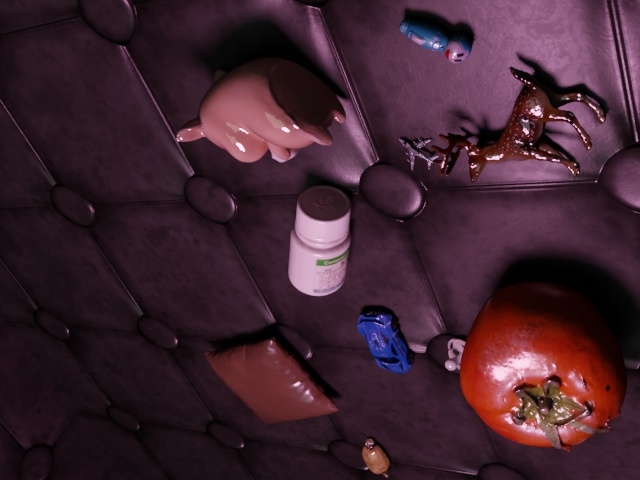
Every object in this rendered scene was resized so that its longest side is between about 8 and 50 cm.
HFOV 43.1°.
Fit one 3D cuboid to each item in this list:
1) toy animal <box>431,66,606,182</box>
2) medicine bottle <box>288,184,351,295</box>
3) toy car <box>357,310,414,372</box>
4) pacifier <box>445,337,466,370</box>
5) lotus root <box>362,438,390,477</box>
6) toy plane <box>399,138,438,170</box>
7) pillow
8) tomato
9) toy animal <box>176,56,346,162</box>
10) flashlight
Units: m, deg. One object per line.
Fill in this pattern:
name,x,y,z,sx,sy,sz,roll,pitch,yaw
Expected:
toy animal,0.345,-0.190,1.439,0.260,0.087,0.243,25,126,12
medicine bottle,0.000,0.000,1.792,0.139,0.139,0.237,21,137,14
toy car,0.160,0.259,2.004,0.103,0.063,0.216,-3,129,34
pacifier,0.320,0.276,1.911,0.081,0.078,0.099,40,146,25
lotus root,0.164,0.649,2.398,0.072,0.063,0.152,-13,119,29
toy plane,0.188,-0.174,1.581,0.084,0.024,0.078,31,122,1
pillow,-0.141,0.397,2.303,0.305,0.108,0.308,-21,117,42
tomato,0.453,0.243,1.650,0.341,0.273,0.341,7,130,9
toy animal,-0.111,-0.250,1.587,0.256,0.195,0.213,-22,124,42
flashlight,0.197,-0.346,1.388,0.129,0.051,0.051,28,140,14
